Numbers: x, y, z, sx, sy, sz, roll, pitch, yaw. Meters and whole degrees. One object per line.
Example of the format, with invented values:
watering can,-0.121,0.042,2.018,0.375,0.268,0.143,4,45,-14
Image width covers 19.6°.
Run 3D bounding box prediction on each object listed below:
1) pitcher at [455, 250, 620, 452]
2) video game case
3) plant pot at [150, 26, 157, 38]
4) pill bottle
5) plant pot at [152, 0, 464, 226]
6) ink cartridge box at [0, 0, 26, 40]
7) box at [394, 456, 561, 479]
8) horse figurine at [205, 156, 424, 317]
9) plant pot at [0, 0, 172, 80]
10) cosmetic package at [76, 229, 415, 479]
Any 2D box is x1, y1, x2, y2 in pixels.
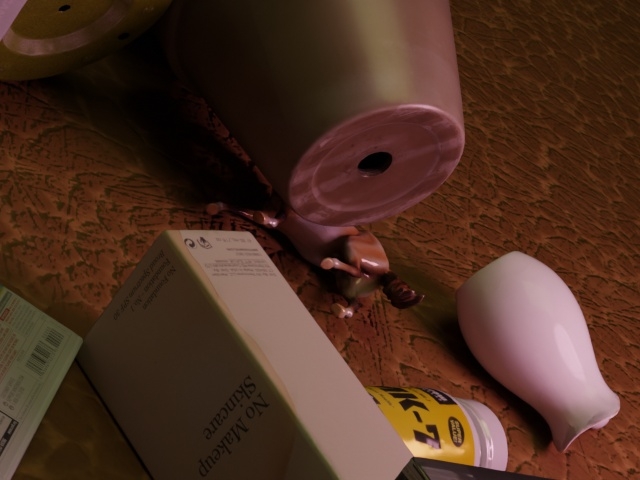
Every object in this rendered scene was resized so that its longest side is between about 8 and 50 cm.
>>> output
pitcher,0.242,0.120,2.014,0.207,0.125,0.178,56,9,12
video game case,-0.305,0.083,1.460,0.206,0.026,0.227,34,27,-8
plant pot,-0.081,-0.355,2.069,0.275,0.275,0.243,47,-16,17
pill bottle,0.066,0.189,1.656,0.208,0.119,0.119,6,40,-48
plant pot,0.015,-0.178,1.903,0.323,0.323,0.280,12,44,-42
ink cartridge box,-0.431,-0.196,1.424,0.385,0.308,0.091,11,38,-44
box,0.082,0.293,1.291,0.242,0.307,0.076,15,31,-40
horse figurine,0.000,0.000,1.928,0.263,0.066,0.174,36,20,14
plant pot,-0.309,-0.363,1.839,0.366,0.366,0.353,1,60,-51
cosmetic package,-0.054,0.152,1.517,0.113,0.160,0.309,2,43,-49
